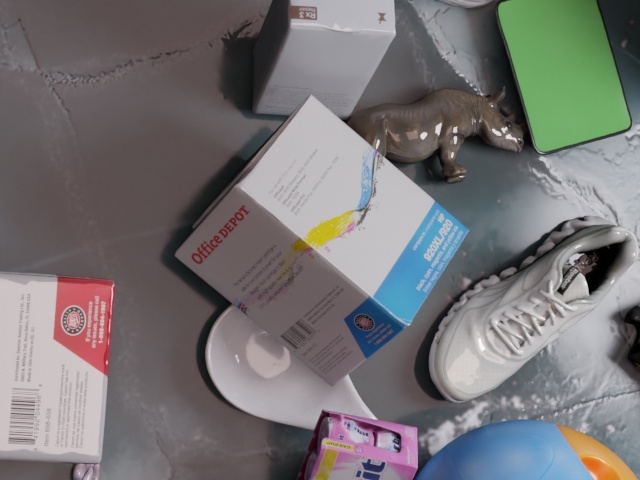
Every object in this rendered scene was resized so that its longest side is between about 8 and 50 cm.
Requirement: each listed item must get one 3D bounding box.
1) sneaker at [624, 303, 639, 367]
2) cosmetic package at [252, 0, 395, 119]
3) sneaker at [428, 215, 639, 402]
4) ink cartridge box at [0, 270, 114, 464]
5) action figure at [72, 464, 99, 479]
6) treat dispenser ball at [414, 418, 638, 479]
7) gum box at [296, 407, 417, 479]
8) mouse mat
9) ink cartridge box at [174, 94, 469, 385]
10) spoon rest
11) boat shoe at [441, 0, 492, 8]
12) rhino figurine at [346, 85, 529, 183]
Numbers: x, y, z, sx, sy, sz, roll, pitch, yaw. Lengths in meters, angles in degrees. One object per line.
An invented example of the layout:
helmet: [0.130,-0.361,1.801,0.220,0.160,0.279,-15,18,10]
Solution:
sneaker: [0.400,0.147,1.988,0.074,0.063,0.170,-10,85,-12]
cosmetic package: [-0.001,-0.213,1.827,0.117,0.231,0.086,3,69,-13]
sneaker: [0.244,0.074,1.931,0.292,0.118,0.110,-41,98,-9]
ink cartridge box: [-0.366,0.129,1.799,0.272,0.114,0.197,5,87,-12]
action figure: [-0.204,0.417,1.811,0.370,0.248,0.276,11,112,-12]
treat dispenser ball: [0.223,0.337,1.824,0.288,0.288,0.288,1,87,-12]
gum box: [0.032,0.270,1.845,0.107,0.062,0.188,12,128,-8]
mouse mat: [0.287,-0.204,1.987,0.152,0.007,0.190,-16,89,-29]
ink cartridge box: [0.000,0.000,1.826,0.232,0.171,0.168,40,51,-6]
spoon rest: [-0.006,0.171,1.890,0.276,0.084,0.137,40,80,-8]
boat shoe: [0.088,-0.333,1.925,0.277,0.096,0.098,8,86,-11]
rhino figurine: [0.138,-0.120,1.938,0.243,0.073,0.106,-15,82,-16]
